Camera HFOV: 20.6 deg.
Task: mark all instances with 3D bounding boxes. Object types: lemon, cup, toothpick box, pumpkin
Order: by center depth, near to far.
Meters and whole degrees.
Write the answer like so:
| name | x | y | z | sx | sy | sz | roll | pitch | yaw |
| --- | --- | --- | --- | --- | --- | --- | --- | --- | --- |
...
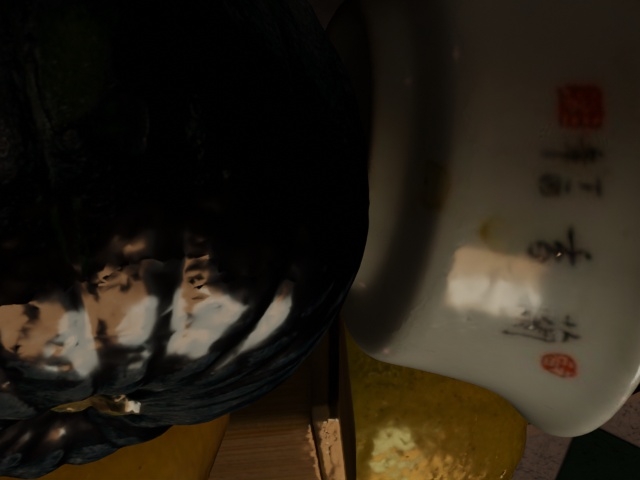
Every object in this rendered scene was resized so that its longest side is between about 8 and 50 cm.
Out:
| name | x | y | z | sx | sy | sz | roll | pitch | yaw |
| --- | --- | --- | --- | --- | --- | --- | --- | --- | --- |
| pumpkin | -0.153 | -0.020 | 0.936 | 0.363 | 0.266 | 0.363 | -16 | 166 | -4 |
| cup | 0.086 | -0.058 | 1.076 | 0.163 | 0.347 | 0.347 | 5 | 157 | -13 |
| toothpick box | -0.124 | 0.176 | 1.592 | 0.308 | 0.187 | 0.190 | -5 | 126 | 5 |
| lemon | 0.071 | 0.171 | 1.835 | 0.322 | 0.268 | 0.268 | 7 | 153 | -21 |

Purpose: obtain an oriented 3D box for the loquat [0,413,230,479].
| name | x | y | z | sx | sy | sz | roll | pitch | yaw |
| --- | --- | --- | --- | --- | --- | --- | --- | --- | --- |
| loquat | -0.242 | 0.137 | 1.301 | 0.359 | 0.328 | 0.328 | 31 | 144 | -12 |
